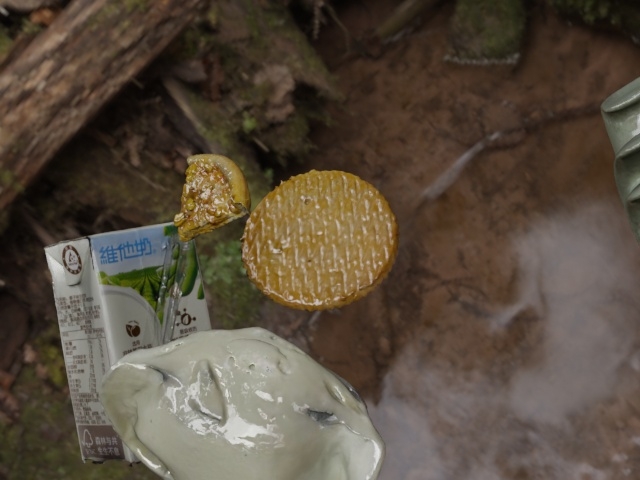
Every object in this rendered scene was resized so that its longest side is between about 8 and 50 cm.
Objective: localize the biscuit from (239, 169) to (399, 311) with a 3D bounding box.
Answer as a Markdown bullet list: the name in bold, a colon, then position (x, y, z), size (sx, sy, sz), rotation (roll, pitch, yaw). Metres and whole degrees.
- **biscuit**: position (0.000, 0.000, 1.670), size (0.254, 0.035, 0.254), rotation (-4, 57, 7)

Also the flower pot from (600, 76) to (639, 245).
- **flower pot**: position (0.498, -0.027, 1.419), size (0.164, 0.367, 0.254), rotation (-31, 18, 21)

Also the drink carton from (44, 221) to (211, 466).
- **drink carton**: position (-0.266, 0.146, 1.575), size (0.132, 0.194, 0.324), rotation (-9, 91, 42)

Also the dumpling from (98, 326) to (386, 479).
- **dumpling**: position (-0.083, 0.223, 1.213), size (0.318, 0.243, 0.187), rotation (15, 36, 10)

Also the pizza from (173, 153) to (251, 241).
- **pizza**: position (-0.158, -0.058, 1.477), size (0.131, 0.041, 0.178), rotation (-44, 41, 12)
